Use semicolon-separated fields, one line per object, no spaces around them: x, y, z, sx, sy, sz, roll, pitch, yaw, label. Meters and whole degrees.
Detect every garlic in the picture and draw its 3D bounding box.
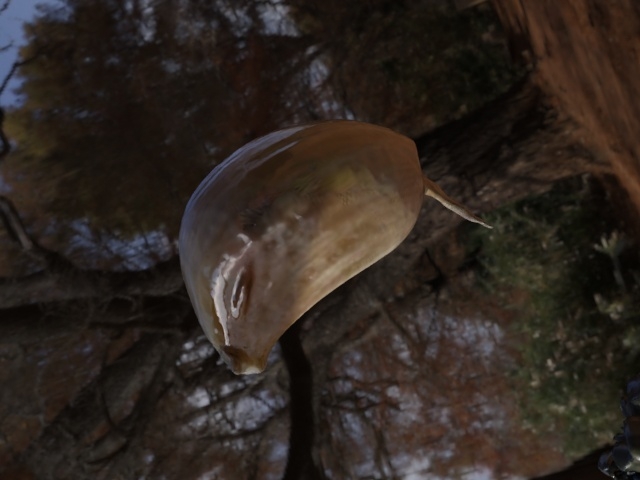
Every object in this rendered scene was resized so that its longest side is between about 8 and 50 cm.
0.004;-0.012;0.537;0.129;0.198;0.090;63;163;-19;garlic

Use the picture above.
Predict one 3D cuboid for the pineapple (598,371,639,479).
0.294;0.241;0.670;0.223;0.222;0.358;28;-123;-68;pineapple
